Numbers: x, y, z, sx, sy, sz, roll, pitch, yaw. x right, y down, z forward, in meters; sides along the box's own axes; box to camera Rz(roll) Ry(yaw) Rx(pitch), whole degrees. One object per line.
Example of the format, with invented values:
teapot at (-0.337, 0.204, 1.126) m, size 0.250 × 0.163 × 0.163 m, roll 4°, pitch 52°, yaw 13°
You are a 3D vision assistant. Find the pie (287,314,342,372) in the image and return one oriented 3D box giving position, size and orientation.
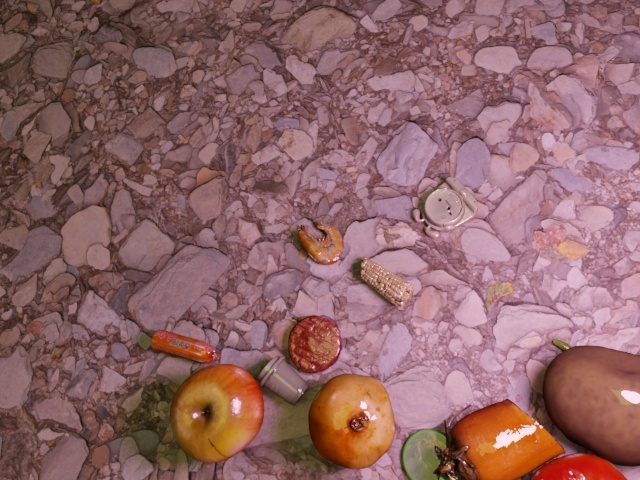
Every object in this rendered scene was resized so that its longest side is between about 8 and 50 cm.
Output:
pie at (-0.019, 0.327, 1.749) m, size 0.182 × 0.049 × 0.183 m, roll -4°, pitch 72°, yaw 11°

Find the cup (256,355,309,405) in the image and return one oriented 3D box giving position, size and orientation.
cup at (-0.111, 0.434, 1.698) m, size 0.141 × 0.120 × 0.120 m, roll 37°, pitch 81°, yaw 13°

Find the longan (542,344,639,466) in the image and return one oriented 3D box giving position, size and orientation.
longan at (0.763, 0.422, 1.440) m, size 0.349 × 0.288 × 0.289 m, roll 20°, pitch 76°, yaw 23°

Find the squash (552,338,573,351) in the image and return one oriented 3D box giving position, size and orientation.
squash at (0.721, 0.317, 1.613) m, size 0.089 × 0.027 × 0.027 m, roll 38°, pitch 82°, yaw 22°

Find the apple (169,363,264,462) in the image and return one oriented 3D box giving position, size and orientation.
apple at (-0.302, 0.511, 1.643) m, size 0.285 × 0.233 × 0.286 m, roll -4°, pitch 74°, yaw 13°

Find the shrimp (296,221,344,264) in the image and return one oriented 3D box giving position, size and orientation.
shrimp at (-0.001, 0.002, 1.867) m, size 0.187 × 0.052 × 0.132 m, roll 41°, pitch 71°, yaw 14°

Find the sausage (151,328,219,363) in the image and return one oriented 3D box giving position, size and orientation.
sausage at (-0.437, 0.352, 1.813) m, size 0.234 × 0.071 × 0.071 m, roll 12°, pitch 73°, yaw 15°

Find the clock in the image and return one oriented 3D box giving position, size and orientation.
clock at (0.405, -0.103, 1.807) m, size 0.191 × 0.062 × 0.152 m, roll -37°, pitch 68°, yaw -2°

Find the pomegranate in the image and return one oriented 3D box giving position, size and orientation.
pomegranate at (0.092, 0.504, 1.554) m, size 0.264 × 0.264 × 0.265 m, roll -4°, pitch 70°, yaw 10°

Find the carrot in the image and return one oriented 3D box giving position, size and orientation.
carrot at (0.452, 0.548, 1.480) m, size 0.330 × 0.193 × 0.214 m, roll -27°, pitch 83°, yaw -4°

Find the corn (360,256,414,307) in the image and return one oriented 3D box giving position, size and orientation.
corn at (0.200, 0.133, 1.755) m, size 0.210 × 0.087 × 0.087 m, roll 32°, pitch 80°, yaw 22°

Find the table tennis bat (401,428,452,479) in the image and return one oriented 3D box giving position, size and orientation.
table tennis bat at (0.347, 0.654, 1.566) m, size 0.257 × 0.039 × 0.160 m, roll 41°, pitch 82°, yaw 23°

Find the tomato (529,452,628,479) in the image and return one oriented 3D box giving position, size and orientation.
tomato at (0.648, 0.687, 1.389) m, size 0.298 × 0.226 × 0.299 m, roll -1°, pitch 74°, yaw 4°
